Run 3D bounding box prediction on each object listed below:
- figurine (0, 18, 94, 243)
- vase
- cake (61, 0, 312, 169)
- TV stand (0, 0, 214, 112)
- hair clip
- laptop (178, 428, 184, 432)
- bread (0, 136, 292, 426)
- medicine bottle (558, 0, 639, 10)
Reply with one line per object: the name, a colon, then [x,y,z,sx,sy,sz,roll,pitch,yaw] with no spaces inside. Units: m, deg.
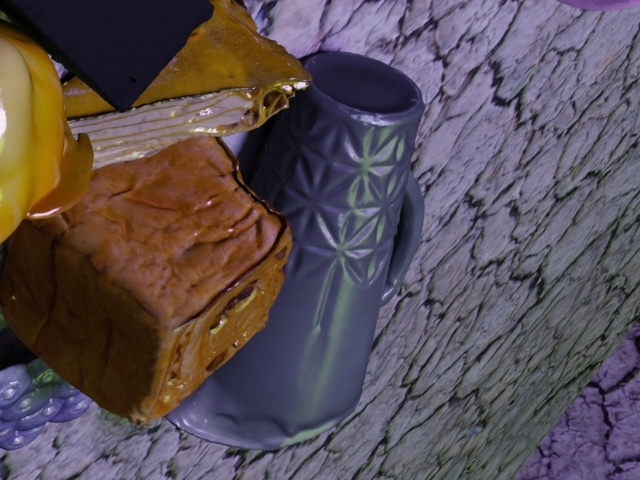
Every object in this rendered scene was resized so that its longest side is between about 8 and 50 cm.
figurine: [-0.224,-0.047,0.894,0.246,0.131,0.156,-16,167,-38]
vase: [0.000,0.000,1.428,0.251,0.156,0.301,-20,138,-43]
cake: [-0.095,-0.076,1.131,0.185,0.116,0.079,-43,161,-36]
TV stand: [-0.142,-0.160,0.920,0.088,0.083,0.269,-51,161,-3]
hair clip: [-0.234,0.116,1.266,0.195,0.052,0.124,-27,155,-35]
laptop: [-0.029,0.051,1.628,0.188,0.015,0.269,-25,148,-47]
bread: [-0.113,0.018,1.203,0.158,0.143,0.149,-34,159,-40]
medicine bottle: [0.281,-0.321,1.382,0.316,0.202,0.202,-35,155,-37]
